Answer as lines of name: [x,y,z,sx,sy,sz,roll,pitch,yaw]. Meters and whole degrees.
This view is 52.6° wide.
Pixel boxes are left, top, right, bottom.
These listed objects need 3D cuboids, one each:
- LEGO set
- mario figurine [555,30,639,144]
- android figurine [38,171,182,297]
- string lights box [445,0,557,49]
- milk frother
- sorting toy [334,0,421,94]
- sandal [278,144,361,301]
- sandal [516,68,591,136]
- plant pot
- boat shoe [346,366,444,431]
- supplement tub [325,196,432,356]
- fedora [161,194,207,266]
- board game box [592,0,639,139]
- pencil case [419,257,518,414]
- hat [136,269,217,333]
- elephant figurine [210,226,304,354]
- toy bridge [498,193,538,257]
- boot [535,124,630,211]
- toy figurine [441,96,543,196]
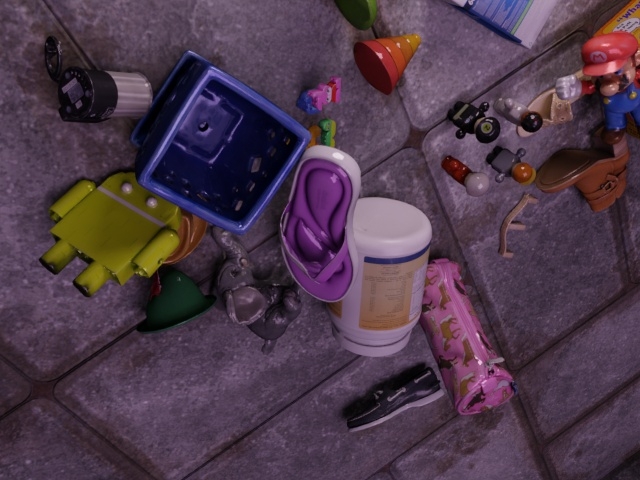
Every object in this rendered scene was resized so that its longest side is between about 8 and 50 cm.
LEGO set: [-0.027,-0.220,1.312,0.093,0.087,0.227,-21,128,-34]
mario figurine: [0.666,-0.324,1.464,0.198,0.170,0.320,-35,133,13]
android figurine: [-0.365,-0.029,1.172,0.273,0.248,0.056,-50,158,-26]
string lights box: [0.366,-0.514,1.340,0.259,0.077,0.133,16,110,-34]
milk frother: [-0.384,-0.274,1.101,0.134,0.129,0.143,-17,101,-59]
sorting toy: [0.107,-0.459,1.218,0.126,0.127,0.366,-35,130,-11]
sandal: [-0.014,-0.004,1.260,0.417,0.169,0.102,90,22,-46]
sandal: [0.591,-0.327,1.569,0.240,0.079,0.088,-38,129,-1]
plant pot: [-0.196,-0.187,1.170,0.235,0.212,0.236,28,104,-37]
boat shoe: [0.202,0.455,1.850,0.302,0.091,0.114,-20,170,-16]
supplement tub: [0.127,0.085,1.491,0.228,0.228,0.317,-11,124,-21]
fedora: [-0.310,-0.016,1.301,0.194,0.079,0.195,-13,124,-20]
board game box: [0.940,-0.423,1.510,0.356,0.356,0.356,-42,128,2]
pencil case: [0.336,0.228,1.592,0.167,0.386,0.160,-40,135,24]
hat: [-0.319,0.073,1.327,0.173,0.208,0.184,-34,109,-48]
elephant figurine: [-0.169,0.111,1.425,0.239,0.186,0.169,22,141,-25]
toy bridge: [0.522,-0.041,1.744,0.063,0.026,0.188,4,117,-27]
boot: [0.707,-0.158,1.732,0.283,0.109,0.220,-38,133,-10]
toy figurine: [0.401,-0.218,1.495,0.209,0.148,0.213,-10,123,-21]
